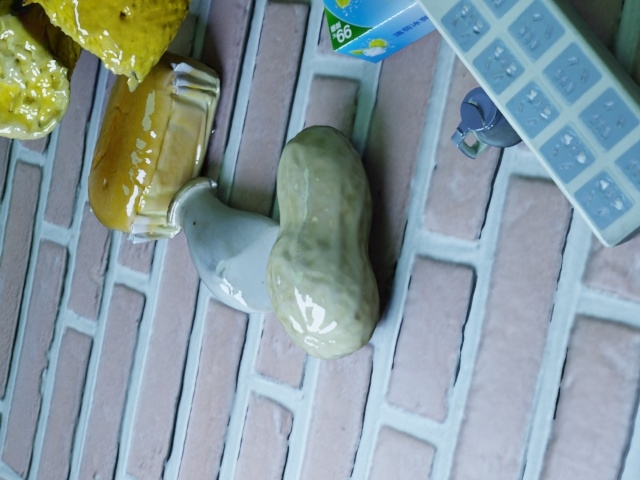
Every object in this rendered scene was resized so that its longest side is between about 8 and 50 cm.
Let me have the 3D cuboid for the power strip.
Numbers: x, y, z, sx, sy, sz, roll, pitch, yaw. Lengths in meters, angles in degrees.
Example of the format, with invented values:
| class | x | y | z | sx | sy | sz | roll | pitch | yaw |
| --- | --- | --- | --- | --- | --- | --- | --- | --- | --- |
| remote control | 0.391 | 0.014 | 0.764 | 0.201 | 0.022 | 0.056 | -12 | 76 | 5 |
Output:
| class | x | y | z | sx | sy | sz | roll | pitch | yaw |
| --- | --- | --- | --- | --- | --- | --- | --- | --- | --- |
| power strip | 0.199 | -0.161 | 0.980 | 0.106 | 0.043 | 0.367 | -45 | 72 | 33 |

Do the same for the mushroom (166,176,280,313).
| class | x | y | z | sx | sy | sz | roll | pitch | yaw |
| --- | --- | --- | --- | --- | --- | --- | --- | --- | --- |
| mushroom | -0.110 | 0.007 | 1.294 | 0.225 | 0.093 | 0.116 | 31 | 89 | 50 |

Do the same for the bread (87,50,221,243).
| class | x | y | z | sx | sy | sz | roll | pitch | yaw |
| --- | --- | --- | --- | --- | --- | --- | --- | --- | --- |
| bread | -0.221 | -0.126 | 1.394 | 0.136 | 0.107 | 0.241 | 30 | 106 | 44 |

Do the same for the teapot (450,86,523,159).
| class | x | y | z | sx | sy | sz | roll | pitch | yaw |
| --- | --- | --- | --- | --- | --- | --- | --- | --- | --- |
| teapot | 0.164 | -0.118 | 1.058 | 0.088 | 0.057 | 0.066 | -53 | 53 | 26 |

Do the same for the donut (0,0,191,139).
| class | x | y | z | sx | sy | sz | roll | pitch | yaw |
| --- | --- | --- | --- | --- | --- | --- | --- | --- | --- |
| donut | -0.299 | -0.323 | 1.378 | 0.435 | 0.163 | 0.378 | -16 | 46 | 48 |

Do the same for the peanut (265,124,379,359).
| class | x | y | z | sx | sy | sz | roll | pitch | yaw |
| --- | --- | --- | --- | --- | --- | --- | --- | --- | --- |
| peanut | 0.000 | 0.000 | 1.160 | 0.123 | 0.123 | 0.257 | -9 | 82 | 43 |

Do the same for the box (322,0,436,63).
| class | x | y | z | sx | sy | sz | roll | pitch | yaw |
| --- | --- | --- | --- | --- | --- | --- | --- | --- | --- |
| box | 0.090 | -0.292 | 1.132 | 0.194 | 0.073 | 0.139 | -24 | 70 | 39 |
